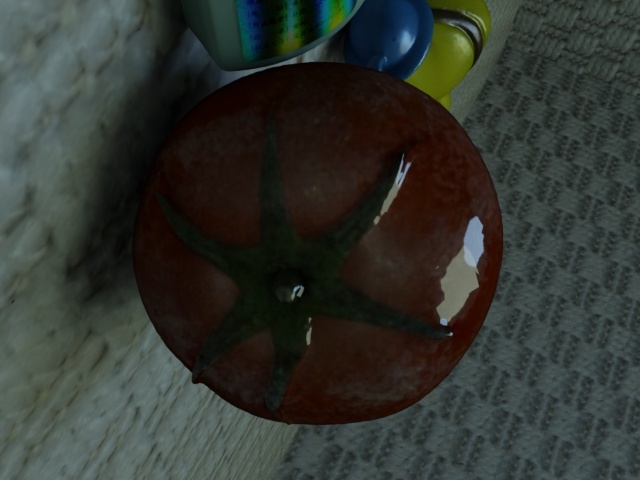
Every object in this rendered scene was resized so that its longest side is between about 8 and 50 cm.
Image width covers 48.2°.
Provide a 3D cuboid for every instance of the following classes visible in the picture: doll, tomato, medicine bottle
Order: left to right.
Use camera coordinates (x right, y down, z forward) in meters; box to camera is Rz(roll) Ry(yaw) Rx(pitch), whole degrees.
[{"bbox_3d":[-0.028,-0.199,0.387,0.121,0.083,0.229,-30,160,-13],"label":"medicine bottle"},{"bbox_3d":[0.000,0.000,0.537,0.265,0.265,0.265,-61,169,-21],"label":"tomato"},{"bbox_3d":[0.134,-0.249,0.908,0.363,0.145,0.199,-45,122,-54],"label":"doll"}]
